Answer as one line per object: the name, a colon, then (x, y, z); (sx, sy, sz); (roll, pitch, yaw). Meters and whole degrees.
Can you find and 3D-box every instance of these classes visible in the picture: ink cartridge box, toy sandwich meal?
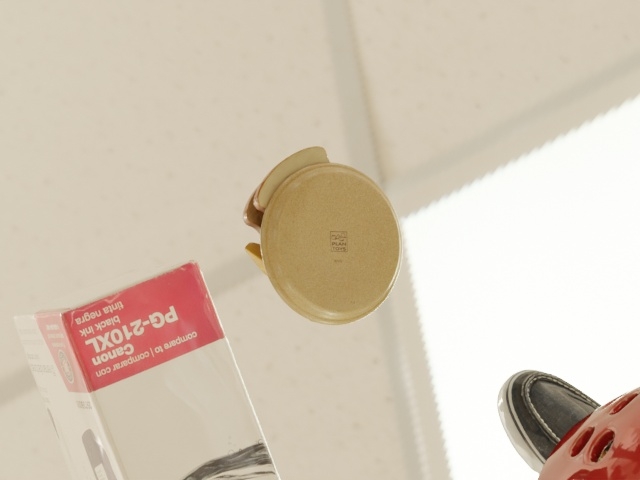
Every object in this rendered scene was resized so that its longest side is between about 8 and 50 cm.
ink cartridge box: (-0.105, 0.142, 1.241); (0.237, 0.100, 0.172); (70, -19, -4)
toy sandwich meal: (0.000, 0.000, 0.887); (0.029, 0.086, 0.085); (-10, -119, 60)

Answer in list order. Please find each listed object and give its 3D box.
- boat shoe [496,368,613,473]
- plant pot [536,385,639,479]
boat shoe: (0.190, 0.134, 1.167); (0.065, 0.083, 0.183); (-32, -114, -30)
plant pot: (0.229, 0.153, 1.016); (0.174, 0.191, 0.191); (126, -29, -63)
